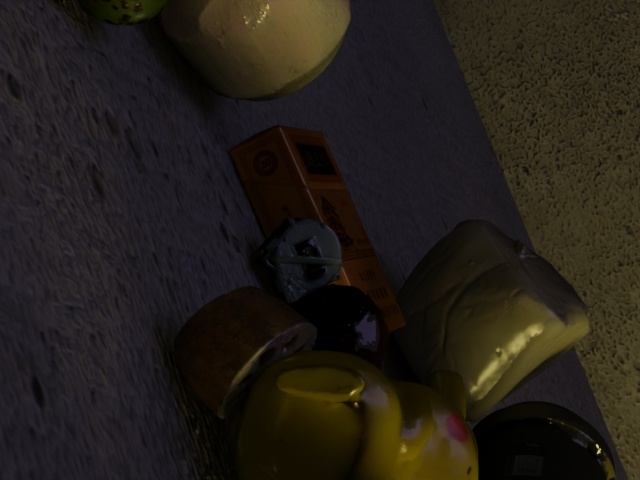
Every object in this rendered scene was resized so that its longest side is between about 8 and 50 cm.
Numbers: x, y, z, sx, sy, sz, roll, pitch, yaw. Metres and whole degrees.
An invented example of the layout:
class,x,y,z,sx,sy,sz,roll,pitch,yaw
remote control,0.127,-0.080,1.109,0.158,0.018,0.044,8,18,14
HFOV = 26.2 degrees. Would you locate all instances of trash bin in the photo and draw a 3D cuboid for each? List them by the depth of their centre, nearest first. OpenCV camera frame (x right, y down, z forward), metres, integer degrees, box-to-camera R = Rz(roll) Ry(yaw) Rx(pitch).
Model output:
class,x,y,z,sx,sy,sz,roll,pitch,yaw
trash bin,0.280,0.346,1.800,0.214,0.214,0.334,59,21,-19

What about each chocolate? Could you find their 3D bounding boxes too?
class,x,y,z,sx,sy,sz,roll,pitch,yaw
chocolate,0.012,0.122,1.440,0.124,0.127,0.133,-115,-175,-58

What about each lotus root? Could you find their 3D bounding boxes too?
class,x,y,z,sx,sy,sz,roll,pitch,yaw
lotus root,-0.067,0.096,1.240,0.081,0.112,0.122,49,13,20

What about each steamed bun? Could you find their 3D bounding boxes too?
class,x,y,z,sx,sy,sz,roll,pitch,yaw
steamed bun,0.222,0.104,1.935,0.236,0.247,0.383,48,12,13

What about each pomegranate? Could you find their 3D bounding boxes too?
class,x,y,z,sx,sy,sz,roll,pitch,yaw
pomegranate,-0.213,-0.267,1.354,0.161,0.122,0.122,-19,82,-36

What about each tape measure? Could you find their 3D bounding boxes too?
class,x,y,z,sx,sy,sz,roll,pitch,yaw
tape measure,-0.024,0.019,1.535,0.091,0.094,0.054,59,-20,-13

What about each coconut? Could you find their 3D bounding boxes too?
class,x,y,z,sx,sy,sz,roll,pitch,yaw
coconut,-0.084,-0.283,1.575,0.224,0.224,0.234,-97,169,-46

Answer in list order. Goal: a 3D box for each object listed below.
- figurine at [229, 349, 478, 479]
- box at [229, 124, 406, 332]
class,x,y,z,sx,sy,sz,roll,pitch,yaw
figurine,0.040,0.206,1.266,0.169,0.218,0.327,24,-2,41
box,0.000,0.000,1.664,0.274,0.076,0.174,67,15,5
